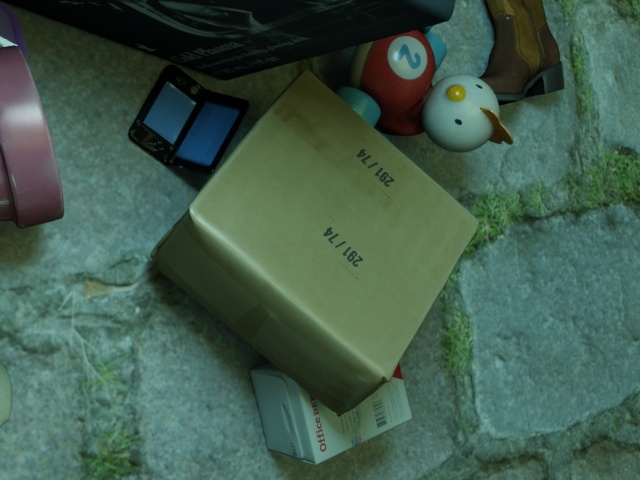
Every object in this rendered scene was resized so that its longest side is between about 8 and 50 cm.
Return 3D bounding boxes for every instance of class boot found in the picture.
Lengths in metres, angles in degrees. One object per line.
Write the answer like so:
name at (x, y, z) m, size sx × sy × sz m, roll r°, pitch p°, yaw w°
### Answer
boot at (0.295, -0.366, 1.645) m, size 0.264 × 0.096 × 0.280 m, roll -18°, pitch 99°, yaw -34°

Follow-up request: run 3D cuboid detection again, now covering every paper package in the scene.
paper package at (0.000, 0.000, 1.308) m, size 0.325 × 0.168 × 0.309 m, roll 39°, pitch 56°, yaw -5°

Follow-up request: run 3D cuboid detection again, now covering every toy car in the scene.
toy car at (0.171, -0.203, 1.435) m, size 0.219 × 0.238 × 0.210 m, roll -61°, pitch 158°, yaw -14°

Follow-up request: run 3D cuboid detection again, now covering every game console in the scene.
game console at (-0.174, -0.161, 1.325) m, size 0.107 × 0.071 × 0.122 m, roll 37°, pitch 68°, yaw -29°

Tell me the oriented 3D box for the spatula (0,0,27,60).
spatula at (-0.485, -0.222, 1.133) m, size 0.297 × 0.030 × 0.084 m, roll -14°, pitch 97°, yaw -34°

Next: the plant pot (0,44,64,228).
plant pot at (-0.398, -0.100, 1.107) m, size 0.180 × 0.201 × 0.201 m, roll -15°, pitch 98°, yaw -19°

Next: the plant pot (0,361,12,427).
plant pot at (-0.490, 0.139, 0.977) m, size 0.305 × 0.334 × 0.333 m, roll 46°, pitch 64°, yaw -39°

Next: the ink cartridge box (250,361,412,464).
ink cartridge box at (0.013, 0.218, 1.414) m, size 0.176 × 0.127 × 0.128 m, roll -17°, pitch 98°, yaw -34°

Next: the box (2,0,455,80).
box at (-0.158, -0.405, 1.092) m, size 0.472 × 0.480 × 0.297 m, roll 17°, pitch 80°, yaw -34°
